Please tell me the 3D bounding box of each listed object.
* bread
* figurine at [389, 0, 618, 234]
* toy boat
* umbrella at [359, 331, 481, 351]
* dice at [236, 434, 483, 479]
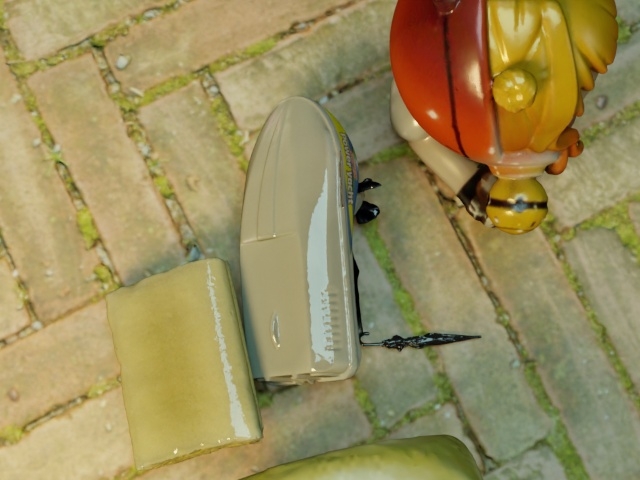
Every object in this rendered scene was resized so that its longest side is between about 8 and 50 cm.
[{"bbox_3d":[-0.127,0.116,1.423,0.139,0.060,0.178,-17,76,23],"label":"bread"},{"bbox_3d":[0.157,-0.168,1.396,0.196,0.323,0.320,2,74,-3],"label":"figurine"},{"bbox_3d":[-0.005,0.005,1.442,0.140,0.141,0.270,7,74,-1],"label":"toy boat"},{"bbox_3d":[0.097,0.099,1.480,0.122,0.013,0.022,0,53,-2],"label":"umbrella"},{"bbox_3d":[0.037,0.301,1.304,0.233,0.238,0.227,-12,77,-7],"label":"dice"}]
